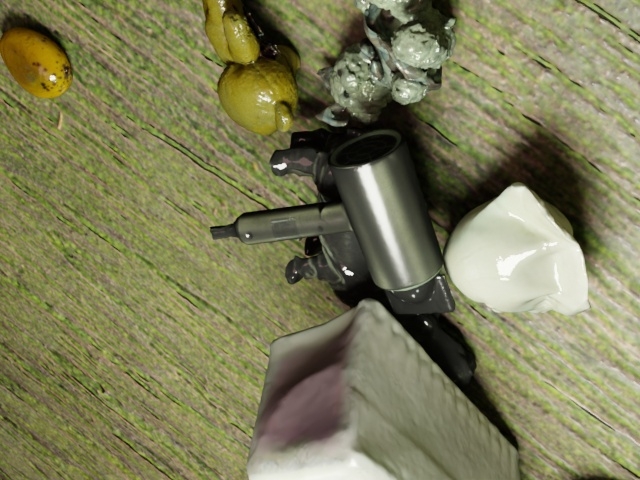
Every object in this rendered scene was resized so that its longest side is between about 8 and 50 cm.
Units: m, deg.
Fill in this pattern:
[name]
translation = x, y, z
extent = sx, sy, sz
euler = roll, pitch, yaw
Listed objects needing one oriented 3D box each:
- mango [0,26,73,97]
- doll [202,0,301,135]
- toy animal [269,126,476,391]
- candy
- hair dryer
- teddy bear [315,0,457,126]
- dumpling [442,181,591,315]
[mango]
translation = -0.358, -0.224, 1.363
extent = 0.114, 0.057, 0.079
euler = 36, 134, 20
[doll]
translation = -0.077, -0.217, 1.171
extent = 0.137, 0.097, 0.210
euler = -162, 54, -71
[toy animal]
translation = 0.056, 0.029, 1.216
extent = 0.168, 0.106, 0.343
euler = -9, 117, 27
[candy]
translation = 0.086, 0.249, 1.153
extent = 0.145, 0.208, 0.359
euler = -24, 128, 27
[hair dryer]
translation = 0.000, 0.000, 1.117
extent = 0.248, 0.078, 0.196
euler = -5, 120, 30
[teddy bear]
translation = 0.074, -0.191, 1.088
extent = 0.213, 0.111, 0.133
euler = 134, 123, -62
[dumpling]
translation = 0.204, 0.024, 1.102
extent = 0.151, 0.124, 0.229
euler = 42, 162, 1
